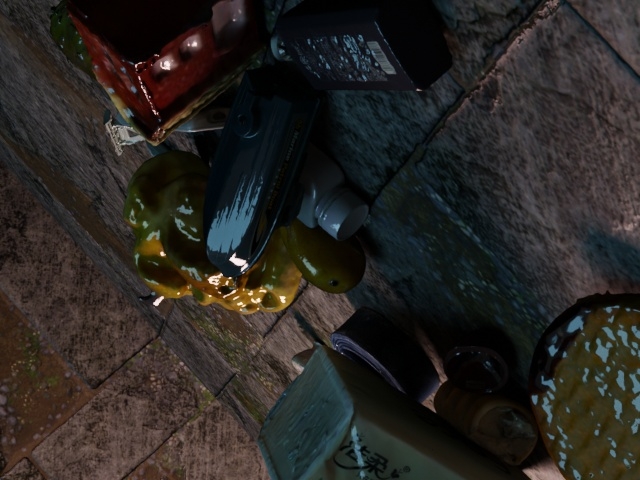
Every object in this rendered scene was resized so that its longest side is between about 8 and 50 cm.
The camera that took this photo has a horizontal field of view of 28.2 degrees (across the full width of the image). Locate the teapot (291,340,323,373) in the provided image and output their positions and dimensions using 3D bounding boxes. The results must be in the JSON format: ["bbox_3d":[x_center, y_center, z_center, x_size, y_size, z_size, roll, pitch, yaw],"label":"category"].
[{"bbox_3d":[-0.009,0.233,2.415,0.083,0.064,0.064,53,164,-30],"label":"teapot"}]

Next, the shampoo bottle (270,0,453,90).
[{"bbox_3d":[0.024,-0.213,1.382,0.098,0.071,0.309,55,162,-22],"label":"shampoo bottle"}]

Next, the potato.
[{"bbox_3d":[-0.319,-0.293,1.964,0.251,0.113,0.149,40,166,24],"label":"potato"}]

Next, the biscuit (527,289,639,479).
[{"bbox_3d":[0.357,0.199,1.359,0.318,0.040,0.318,29,134,35],"label":"biscuit"}]

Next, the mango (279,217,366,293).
[{"bbox_3d":[-0.002,0.003,1.843,0.165,0.089,0.115,51,-154,1],"label":"mango"}]

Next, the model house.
[{"bbox_3d":[-0.182,-0.246,1.607,0.160,0.196,0.254,43,163,20],"label":"model house"}]

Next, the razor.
[{"bbox_3d":[-0.276,-0.140,2.306,0.278,0.056,0.111,34,160,20],"label":"razor"}]

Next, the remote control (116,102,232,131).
[{"bbox_3d":[-0.213,-0.200,1.956,0.313,0.109,0.055,14,111,60],"label":"remote control"}]

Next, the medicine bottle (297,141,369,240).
[{"bbox_3d":[-0.019,-0.080,1.768,0.183,0.069,0.119,42,152,23],"label":"medicine bottle"}]

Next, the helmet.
[{"bbox_3d":[0.214,0.153,1.729,0.089,0.057,0.111,4,140,13],"label":"helmet"}]

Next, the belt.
[{"bbox_3d":[0.097,0.195,2.051,0.190,0.082,0.141,40,155,20],"label":"belt"}]

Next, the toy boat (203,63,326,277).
[{"bbox_3d":[-0.082,-0.080,1.676,0.114,0.122,0.296,39,121,37],"label":"toy boat"}]

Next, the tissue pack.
[{"bbox_3d":[0.135,0.356,1.852,0.405,0.205,0.332,32,-175,-13],"label":"tissue pack"}]

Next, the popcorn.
[{"bbox_3d":[-0.188,-0.004,2.042,0.297,0.281,0.316,38,-179,-24],"label":"popcorn"}]

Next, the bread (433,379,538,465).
[{"bbox_3d":[0.233,0.250,1.816,0.119,0.084,0.177,33,175,-26],"label":"bread"}]
